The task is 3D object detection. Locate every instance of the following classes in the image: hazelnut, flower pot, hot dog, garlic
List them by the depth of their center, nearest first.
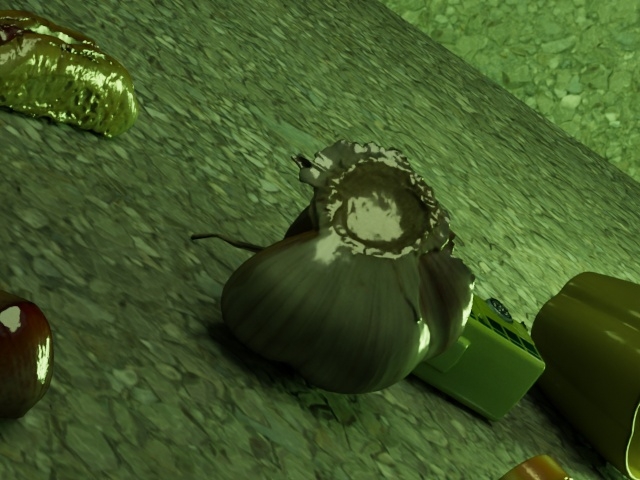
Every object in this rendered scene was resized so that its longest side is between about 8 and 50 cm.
[{"bbox_3d":[-0.198,0.070,1.165,0.086,0.086,0.086,35,16,-12],"label":"hazelnut"},{"bbox_3d":[0.000,0.000,1.582,0.256,0.207,0.207,41,14,37],"label":"garlic"},{"bbox_3d":[-0.243,-0.154,1.687,0.084,0.073,0.242,42,15,30],"label":"hot dog"},{"bbox_3d":[0.318,0.128,1.971,0.195,0.195,0.179,20,11,-48],"label":"flower pot"}]

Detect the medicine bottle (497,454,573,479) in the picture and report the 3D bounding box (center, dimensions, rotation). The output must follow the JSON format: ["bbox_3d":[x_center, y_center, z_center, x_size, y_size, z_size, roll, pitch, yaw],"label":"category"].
[{"bbox_3d":[0.204,0.263,1.468,0.192,0.096,0.096,46,17,28],"label":"medicine bottle"}]

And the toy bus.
[{"bbox_3d":[0.116,0.087,1.784,0.175,0.088,0.101,32,18,-28],"label":"toy bus"}]
